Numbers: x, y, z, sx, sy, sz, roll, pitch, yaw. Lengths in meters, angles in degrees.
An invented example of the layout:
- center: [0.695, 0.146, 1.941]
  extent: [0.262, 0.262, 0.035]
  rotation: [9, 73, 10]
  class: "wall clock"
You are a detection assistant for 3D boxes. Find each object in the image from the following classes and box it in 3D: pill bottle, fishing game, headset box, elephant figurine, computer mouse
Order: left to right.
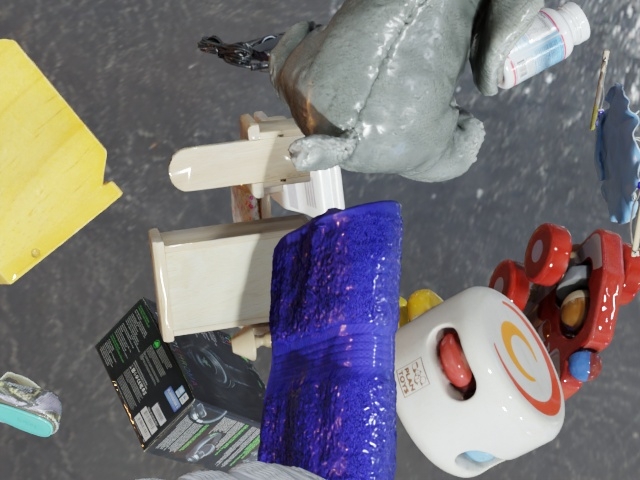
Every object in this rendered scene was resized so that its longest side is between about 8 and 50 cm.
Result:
- center: [-0.210, 0.260, 2.023]
  extent: [0.131, 0.283, 0.246]
  rotation: [-45, 50, 13]
  class: "headset box"
- center: [-0.051, -0.305, 1.891]
  extent: [0.262, 0.184, 0.060]
  rotation: [3, 106, -25]
  class: "computer mouse"
- center: [0.073, -0.168, 0.780]
  extent: [0.169, 0.186, 0.239]
  rotation: [16, 117, -35]
  class: "elephant figurine"
- center: [0.336, -0.308, 1.846]
  extent: [0.160, 0.087, 0.087]
  rotation: [-28, 102, -8]
  class: "pill bottle"
- center: [0.395, -0.110, 1.532]
  extent: [0.041, 0.264, 0.189]
  rotation: [-3, 131, -1]
  class: "fishing game"

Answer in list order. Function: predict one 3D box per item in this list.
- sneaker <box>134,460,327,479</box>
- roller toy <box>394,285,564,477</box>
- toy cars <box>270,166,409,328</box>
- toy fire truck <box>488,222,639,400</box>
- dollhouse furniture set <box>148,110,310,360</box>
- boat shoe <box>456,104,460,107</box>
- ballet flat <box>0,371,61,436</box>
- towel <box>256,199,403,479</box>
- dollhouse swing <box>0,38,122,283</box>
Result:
- center: [-0.042, 0.197, 0.580]
  extent: [0.101, 0.268, 0.153]
  rotation: [22, 92, 28]
  class: "sneaker"
- center: [0.168, 0.161, 1.338]
  extent: [0.146, 0.191, 0.209]
  rotation: [-32, 103, 25]
  class: "roller toy"
- center: [0.000, 0.000, 1.562]
  extent: [0.394, 0.087, 0.176]
  rotation: [65, 159, 20]
  class: "toy cars"
- center: [0.389, 0.130, 1.867]
  extent: [0.169, 0.254, 0.302]
  rotation: [14, 147, -16]
  class: "toy fire truck"
- center: [-0.133, -0.029, 1.401]
  extent: [0.173, 0.355, 0.303]
  rotation: [-8, 111, -14]
  class: "dollhouse furniture set"
- center: [0.131, -0.181, 1.582]
  extent: [0.066, 0.183, 0.066]
  rotation: [12, 104, -25]
  class: "boat shoe"
- center: [-0.243, 0.110, 0.862]
  extent: [0.114, 0.041, 0.041]
  rotation: [19, 116, -9]
  class: "ballet flat"
- center: [0.000, 0.131, 1.029]
  extent: [0.076, 0.227, 0.308]
  rotation: [6, 75, -16]
  class: "towel"
- center: [-0.534, -0.146, 1.882]
  extent: [0.315, 0.305, 0.347]
  rotation: [-39, 106, -1]
  class: "dollhouse swing"
